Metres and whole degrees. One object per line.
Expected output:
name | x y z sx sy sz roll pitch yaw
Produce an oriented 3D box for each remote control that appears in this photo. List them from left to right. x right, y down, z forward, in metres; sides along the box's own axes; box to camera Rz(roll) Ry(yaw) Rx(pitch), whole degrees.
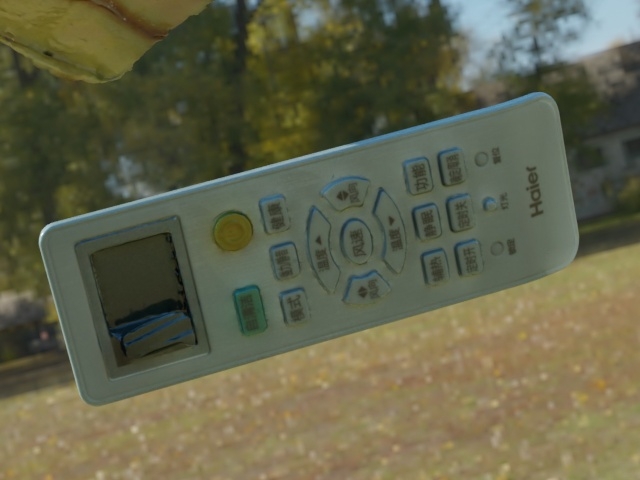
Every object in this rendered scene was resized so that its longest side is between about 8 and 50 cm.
remote control | 0.000 0.000 0.855 0.293 0.103 0.051 -16 17 -14

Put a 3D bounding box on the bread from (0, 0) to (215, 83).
bread | -0.140 -0.253 0.980 0.167 0.264 0.163 27 -35 -25
